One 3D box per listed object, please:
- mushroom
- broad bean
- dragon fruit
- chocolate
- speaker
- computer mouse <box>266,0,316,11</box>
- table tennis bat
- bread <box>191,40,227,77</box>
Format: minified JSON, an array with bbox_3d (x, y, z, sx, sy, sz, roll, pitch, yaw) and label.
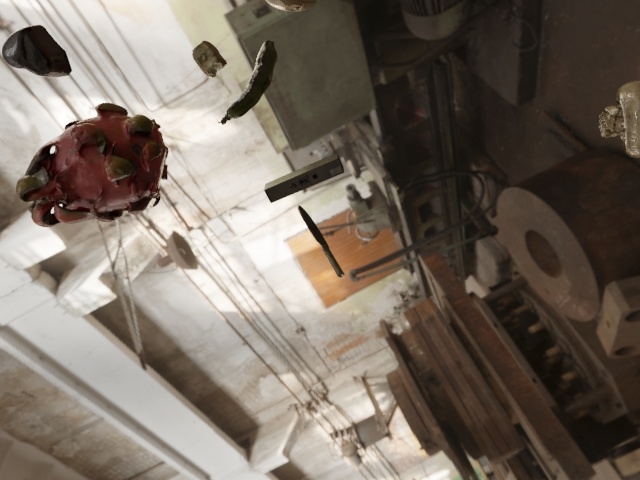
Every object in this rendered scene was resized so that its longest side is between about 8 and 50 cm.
[{"bbox_3d":[0.929,-0.354,1.360,0.226,0.178,0.226,37,-137,-46],"label":"mushroom"},{"bbox_3d":[-0.142,-0.334,0.970,0.069,0.226,0.039,22,163,23],"label":"broad bean"},{"bbox_3d":[-0.457,-0.140,0.954,0.243,0.307,0.227,26,175,3],"label":"dragon fruit"},{"bbox_3d":[-0.712,-0.468,1.149,0.149,0.125,0.080,21,-150,-8],"label":"chocolate"},{"bbox_3d":[-0.040,-0.147,1.089,0.046,0.191,0.040,-92,-22,-61],"label":"speaker"},{"bbox_3d":[-0.090,-0.658,1.159,0.236,0.082,0.145,-36,-63,-56],"label":"computer mouse"},{"bbox_3d":[0.000,0.000,1.451,0.274,0.021,0.154,59,-172,22],"label":"table tennis bat"},{"bbox_3d":[-0.325,-0.522,1.331,0.083,0.077,0.070,55,-164,-1],"label":"bread"}]
